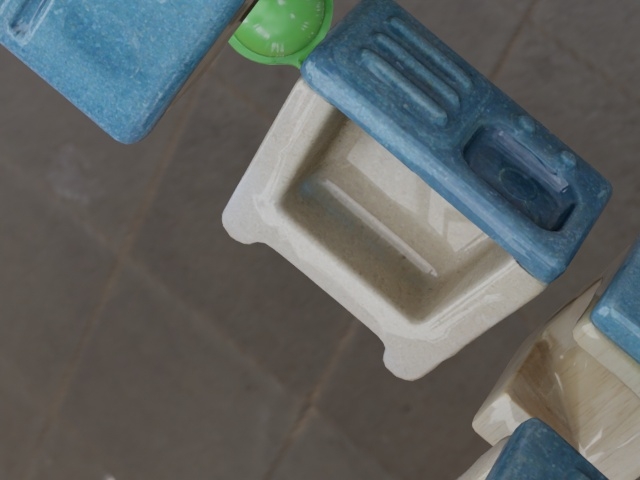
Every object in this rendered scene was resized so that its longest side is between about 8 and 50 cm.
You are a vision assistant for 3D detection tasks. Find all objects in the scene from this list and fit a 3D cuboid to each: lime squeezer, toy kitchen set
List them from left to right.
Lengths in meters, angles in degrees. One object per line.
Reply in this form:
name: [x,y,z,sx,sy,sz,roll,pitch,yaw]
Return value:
lime squeezer: [-0.019,-0.117,0.917,0.110,0.059,0.310,30,167,38]
toy kitchen set: [0.000,0.000,0.450,0.207,0.166,0.122,40,134,-1]
